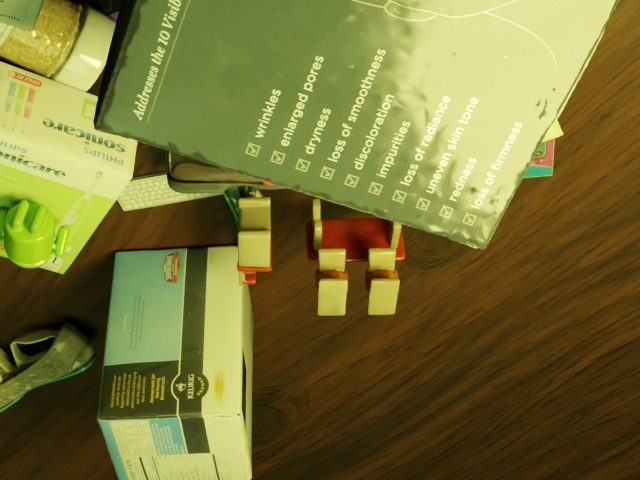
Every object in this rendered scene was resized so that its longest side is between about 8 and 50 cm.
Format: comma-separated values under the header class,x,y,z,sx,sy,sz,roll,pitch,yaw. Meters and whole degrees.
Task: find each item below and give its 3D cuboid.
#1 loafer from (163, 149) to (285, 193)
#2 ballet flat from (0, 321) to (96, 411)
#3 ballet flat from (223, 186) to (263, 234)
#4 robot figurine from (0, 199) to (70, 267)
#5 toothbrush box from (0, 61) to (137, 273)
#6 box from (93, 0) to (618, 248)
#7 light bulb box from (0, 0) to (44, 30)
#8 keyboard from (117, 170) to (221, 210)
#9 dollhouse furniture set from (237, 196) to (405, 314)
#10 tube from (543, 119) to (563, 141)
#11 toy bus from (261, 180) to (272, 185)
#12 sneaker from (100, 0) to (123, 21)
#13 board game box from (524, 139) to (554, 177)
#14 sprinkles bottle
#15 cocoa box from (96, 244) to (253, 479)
class,x,y,z,sx,sy,sz,roll,pitch,yaw
loafer,-0.091,-0.136,1.695,0.303,0.109,0.095,-6,123,5
ballet flat,-0.566,0.236,2.116,0.316,0.107,0.106,-28,114,19
ballet flat,-0.113,-0.038,1.836,0.070,0.070,0.188,-6,149,3
robot figurine,-0.394,-0.006,1.518,0.101,0.067,0.115,13,145,-5
toothbrush box,-0.401,-0.092,1.561,0.206,0.122,0.283,18,144,-23
box,0.048,-0.309,1.246,0.472,0.297,0.480,16,119,-16
light bulb box,-0.419,-0.443,1.156,0.358,0.225,0.361,14,153,-20
keyboard,-0.207,-0.091,1.807,0.256,0.014,0.072,-9,139,8
dollhouse furniture set,0.000,0.000,1.739,0.259,0.262,0.135,-1,141,-2
tube,0.221,-0.139,1.603,0.240,0.062,0.070,-20,176,14
toy bus,-0.093,-0.166,1.579,0.220,0.211,0.149,-4,141,3
sneaker,-0.169,-0.360,1.430,0.293,0.102,0.146,-25,134,23
board game box,0.228,-0.221,1.624,0.224,0.097,0.303,-5,139,4
sprinkles bottle,-0.445,-0.314,1.449,0.355,0.121,0.121,25,132,-29
cocoa box,-0.236,0.211,1.899,0.228,0.347,0.231,-3,140,0
